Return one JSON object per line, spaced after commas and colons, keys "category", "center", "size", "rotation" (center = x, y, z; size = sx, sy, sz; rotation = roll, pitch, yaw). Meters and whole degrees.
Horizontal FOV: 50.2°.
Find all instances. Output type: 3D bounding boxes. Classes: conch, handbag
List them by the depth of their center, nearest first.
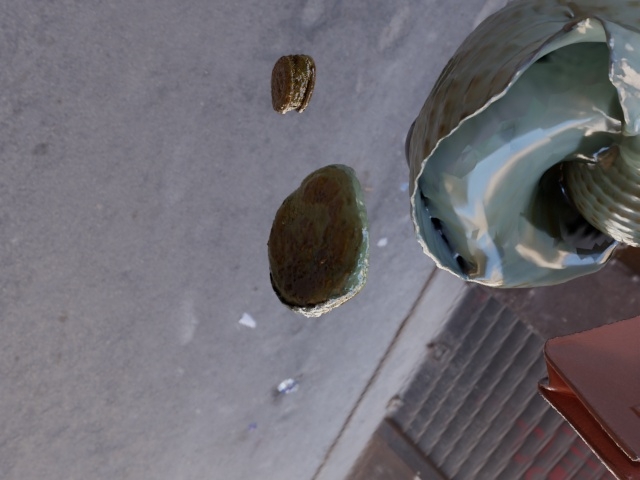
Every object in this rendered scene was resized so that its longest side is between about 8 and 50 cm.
{"category": "conch", "center": [0.209, -0.100, 0.550], "size": [0.302, 0.215, 0.319], "rotation": [-28, 140, 26]}
{"category": "handbag", "center": [0.324, 0.133, 0.618], "size": [0.212, 0.157, 0.059], "rotation": [-12, 122, -14]}

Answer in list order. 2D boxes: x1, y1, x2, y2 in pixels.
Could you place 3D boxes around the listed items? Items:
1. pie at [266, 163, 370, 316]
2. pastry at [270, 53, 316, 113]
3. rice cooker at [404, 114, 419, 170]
{"category": "pie", "center": [0.000, 0.000, 1.041], "size": [0.054, 0.240, 0.241], "rotation": [16, 113, -39]}
{"category": "pastry", "center": [-0.045, -0.260, 1.136], "size": [0.057, 0.097, 0.109], "rotation": [2, 133, -22]}
{"category": "rice cooker", "center": [0.291, -0.161, 1.197], "size": [0.224, 0.267, 0.267], "rotation": [-40, 149, -27]}
